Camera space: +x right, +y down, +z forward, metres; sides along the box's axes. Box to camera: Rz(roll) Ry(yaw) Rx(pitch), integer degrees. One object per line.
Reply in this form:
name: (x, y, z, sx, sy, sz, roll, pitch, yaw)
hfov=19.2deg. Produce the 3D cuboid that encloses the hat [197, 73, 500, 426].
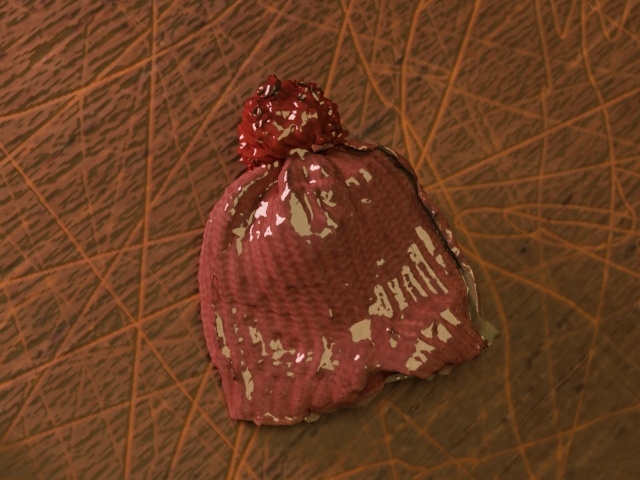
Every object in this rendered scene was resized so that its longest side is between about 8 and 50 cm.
hat: (0.000, 0.000, 1.587, 0.237, 0.107, 0.286, -18, 92, -3)
